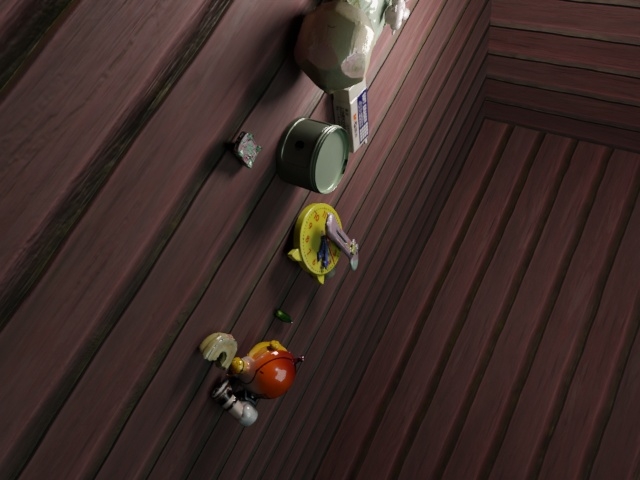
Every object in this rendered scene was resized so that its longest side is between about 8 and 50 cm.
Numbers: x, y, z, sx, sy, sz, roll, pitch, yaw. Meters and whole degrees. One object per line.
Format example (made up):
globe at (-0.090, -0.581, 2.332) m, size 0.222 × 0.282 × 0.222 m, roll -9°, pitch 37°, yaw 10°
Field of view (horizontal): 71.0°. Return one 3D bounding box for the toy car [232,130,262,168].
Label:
toy car at (-0.208, -0.251, 1.235) m, size 0.069 × 0.055 × 0.142 m, roll -64°, pitch 168°, yaw -7°

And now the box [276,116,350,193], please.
box at (-0.020, -0.279, 1.475) m, size 0.226 × 0.149 × 0.226 m, roll -44°, pitch 145°, yaw -42°

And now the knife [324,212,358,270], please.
knife at (0.096, 0.008, 1.807) m, size 0.398 × 0.038 × 0.132 m, roll 46°, pitch 46°, yaw -58°

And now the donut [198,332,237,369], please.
donut at (-0.330, 0.350, 1.459) m, size 0.108 × 0.065 × 0.166 m, roll -58°, pitch 152°, yaw -20°

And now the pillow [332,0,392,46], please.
pillow at (0.150, -0.758, 1.442) m, size 0.310 × 0.138 × 0.283 m, roll -60°, pitch 155°, yaw -23°

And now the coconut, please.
coconut at (0.037, -0.544, 1.294) m, size 0.227 × 0.227 × 0.231 m, roll 7°, pitch 103°, yaw -64°

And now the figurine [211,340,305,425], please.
figurine at (-0.217, 0.511, 1.658) m, size 0.323 × 0.196 × 0.320 m, roll -49°, pitch 144°, yaw -15°

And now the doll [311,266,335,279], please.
doll at (0.009, 0.103, 1.904) m, size 0.149 × 0.095 × 0.192 m, roll -56°, pitch 155°, yaw -19°

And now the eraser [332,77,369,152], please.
eraser at (0.114, -0.473, 1.664) m, size 0.124 × 0.081 × 0.279 m, roll -52°, pitch 151°, yaw -29°

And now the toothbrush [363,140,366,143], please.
toothbrush at (0.169, -0.506, 1.820) m, size 0.024 × 0.021 × 0.288 m, roll -43°, pitch 146°, yaw -23°

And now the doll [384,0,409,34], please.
doll at (0.251, -0.750, 1.449) m, size 0.161 × 0.059 × 0.160 m, roll 88°, pitch 23°, yaw -65°

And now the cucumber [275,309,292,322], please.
cucumber at (-0.150, 0.310, 1.820) m, size 0.037 × 0.037 × 0.155 m, roll -62°, pitch 153°, yaw -13°

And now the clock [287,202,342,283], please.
clock at (0.004, -0.001, 1.739) m, size 0.277 × 0.071 × 0.294 m, roll 39°, pitch 60°, yaw -47°
